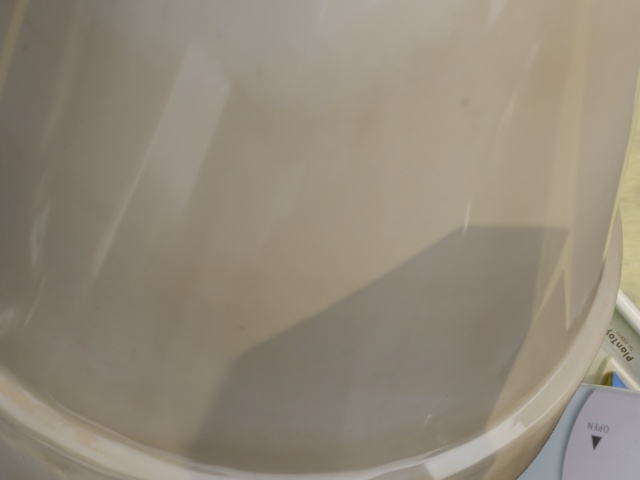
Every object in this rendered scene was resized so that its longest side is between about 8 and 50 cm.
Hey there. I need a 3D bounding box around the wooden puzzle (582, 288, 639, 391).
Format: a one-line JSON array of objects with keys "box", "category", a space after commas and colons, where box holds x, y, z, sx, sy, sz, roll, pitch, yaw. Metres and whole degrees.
[{"box": [0.176, 0.181, 1.376, 0.348, 0.080, 0.322, -39, 98, 26], "category": "wooden puzzle"}]

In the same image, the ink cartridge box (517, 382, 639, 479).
[{"box": [0.135, 0.188, 0.709, 0.066, 0.189, 0.232, 21, 79, -36], "category": "ink cartridge box"}]

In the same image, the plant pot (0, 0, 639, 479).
[{"box": [-0.005, -0.078, 0.534, 0.323, 0.280, 0.323, 8, 54, -11], "category": "plant pot"}]
